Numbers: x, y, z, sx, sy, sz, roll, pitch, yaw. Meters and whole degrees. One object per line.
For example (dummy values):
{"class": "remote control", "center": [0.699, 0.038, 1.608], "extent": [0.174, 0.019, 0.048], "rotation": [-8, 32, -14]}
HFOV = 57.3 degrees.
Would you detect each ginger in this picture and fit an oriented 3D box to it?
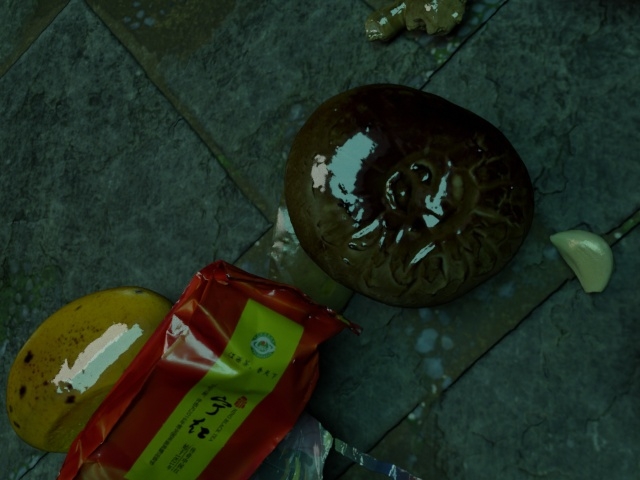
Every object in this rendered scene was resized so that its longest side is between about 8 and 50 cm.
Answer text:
{"class": "ginger", "center": [0.142, -0.316, 0.817], "extent": [0.165, 0.067, 0.096], "rotation": [-29, 68, 27]}

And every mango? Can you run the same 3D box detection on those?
{"class": "mango", "center": [-0.316, 0.168, 0.836], "extent": [0.290, 0.160, 0.191], "rotation": [-37, 50, 11]}

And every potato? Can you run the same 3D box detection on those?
{"class": "potato", "center": [-0.001, 0.002, 0.780], "extent": [0.121, 0.100, 0.260], "rotation": [7, 81, 23]}

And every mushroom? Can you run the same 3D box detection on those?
{"class": "mushroom", "center": [0.105, -0.061, 0.695], "extent": [0.297, 0.163, 0.278], "rotation": [16, 76, -4]}

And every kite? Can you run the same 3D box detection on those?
{"class": "kite", "center": [-0.009, 0.289, 0.694], "extent": [0.361, 0.022, 0.204], "rotation": [5, 74, 44]}

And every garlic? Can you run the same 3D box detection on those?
{"class": "garlic", "center": [0.312, 0.020, 0.685], "extent": [0.053, 0.041, 0.083], "rotation": [-29, 76, 19]}

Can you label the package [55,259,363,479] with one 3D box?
{"class": "package", "center": [-0.149, 0.206, 0.717], "extent": [0.196, 0.123, 0.423], "rotation": [32, 103, -19]}
